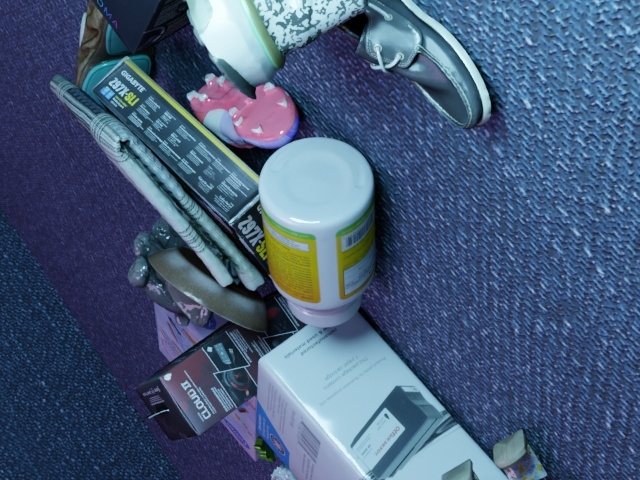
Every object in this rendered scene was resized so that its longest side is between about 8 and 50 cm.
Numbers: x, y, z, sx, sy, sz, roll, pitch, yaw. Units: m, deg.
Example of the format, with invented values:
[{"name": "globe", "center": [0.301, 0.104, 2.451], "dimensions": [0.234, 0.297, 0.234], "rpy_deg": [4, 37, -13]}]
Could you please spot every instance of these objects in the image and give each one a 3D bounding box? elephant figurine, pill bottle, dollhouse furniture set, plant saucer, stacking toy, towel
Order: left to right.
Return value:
[{"name": "towel", "center": [-0.235, -0.074, 1.836], "dimensions": [0.324, 0.056, 0.312], "rpy_deg": [49, 174, -35]}, {"name": "elephant figurine", "center": [-0.188, 0.054, 2.126], "dimensions": [0.239, 0.169, 0.186], "rpy_deg": [11, 169, 46]}, {"name": "plant saucer", "center": [-0.149, 0.061, 1.878], "dimensions": [0.199, 0.036, 0.198], "rpy_deg": [32, -173, -4]}, {"name": "stacking toy", "center": [-0.062, 0.315, 2.306], "dimensions": [0.167, 0.052, 0.221], "rpy_deg": [3, 135, 34]}, {"name": "pill bottle", "center": [0.000, 0.000, 1.634], "dimensions": [0.136, 0.136, 0.245], "rpy_deg": [44, 157, 28]}, {"name": "dollhouse furniture set", "center": [0.207, 0.387, 1.580], "dimensions": [0.212, 0.242, 0.161], "rpy_deg": [57, -171, -3]}]

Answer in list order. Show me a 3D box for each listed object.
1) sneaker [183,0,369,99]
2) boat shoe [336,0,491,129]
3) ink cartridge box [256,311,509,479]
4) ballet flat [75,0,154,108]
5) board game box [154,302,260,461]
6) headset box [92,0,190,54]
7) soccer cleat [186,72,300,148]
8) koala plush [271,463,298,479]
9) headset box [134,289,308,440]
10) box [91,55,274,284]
[{"name": "sneaker", "center": [-0.059, -0.341, 1.262], "dimensions": [0.158, 0.182, 0.410], "rpy_deg": [46, -154, -73]}, {"name": "boat shoe", "center": [0.070, -0.187, 1.279], "dimensions": [0.233, 0.079, 0.084], "rpy_deg": [48, 157, 13]}, {"name": "ink cartridge box", "center": [0.091, 0.321, 1.883], "dimensions": [0.395, 0.166, 0.285], "rpy_deg": [48, 159, 19]}, {"name": "ballet flat", "center": [-0.301, -0.300, 1.905], "dimensions": [0.342, 0.116, 0.124], "rpy_deg": [122, 132, -68]}, {"name": "board game box", "center": [-0.198, 0.235, 2.536], "dimensions": [0.318, 0.066, 0.318], "rpy_deg": [47, 158, 20]}, {"name": "headset box", "center": [-0.209, -0.384, 1.515], "dimensions": [0.246, 0.131, 0.283], "rpy_deg": [55, 159, -1]}, {"name": "soccer cleat", "center": [-0.085, -0.152, 1.689], "dimensions": [0.095, 0.083, 0.248], "rpy_deg": [50, 166, -33]}, {"name": "koala plush", "center": [0.028, 0.408, 2.139], "dimensions": [0.221, 0.196, 0.203], "rpy_deg": [62, 169, -27]}, {"name": "headset box", "center": [-0.146, 0.196, 2.034], "dimensions": [0.110, 0.293, 0.218], "rpy_deg": [56, 160, -1]}, {"name": "box", "center": [-0.151, -0.082, 1.835], "dimensions": [0.322, 0.079, 0.257], "rpy_deg": [43, 172, 31]}]
